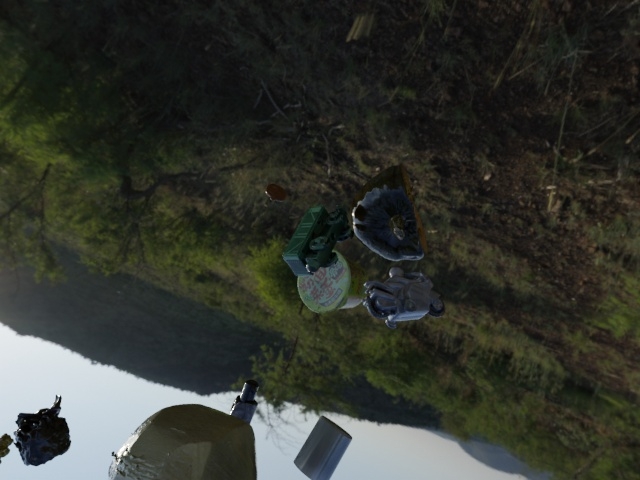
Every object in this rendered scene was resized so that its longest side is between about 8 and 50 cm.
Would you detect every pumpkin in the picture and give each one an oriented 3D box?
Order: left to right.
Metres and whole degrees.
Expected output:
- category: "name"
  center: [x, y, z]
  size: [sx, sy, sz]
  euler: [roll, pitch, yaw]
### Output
- category: "pumpkin"
  center: [0.214, -0.063, 1.325]
  size: [0.231, 0.242, 0.325]
  euler: [-17, 107, 17]

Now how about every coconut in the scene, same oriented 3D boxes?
- category: "coconut"
  center: [-0.227, 0.426, 0.710]
  size: [0.247, 0.245, 0.245]
  euler: [6, 159, 27]

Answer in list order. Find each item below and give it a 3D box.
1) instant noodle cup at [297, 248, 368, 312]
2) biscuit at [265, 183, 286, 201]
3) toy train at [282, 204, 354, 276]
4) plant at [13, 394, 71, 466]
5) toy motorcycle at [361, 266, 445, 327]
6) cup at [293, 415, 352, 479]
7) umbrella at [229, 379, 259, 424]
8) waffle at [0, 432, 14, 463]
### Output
- category: "instant noodle cup"
  center: [0.077, 0.200, 1.902]
  size: [0.311, 0.312, 0.221]
  euler: [12, 177, 41]
- category: "biscuit"
  center: [-0.187, -0.196, 1.679]
  size: [0.091, 0.078, 0.015]
  euler: [32, 150, -8]
- category: "toy train"
  center: [0.000, 0.000, 1.256]
  size: [0.154, 0.270, 0.115]
  euler: [-8, 132, 37]
- category: "plant"
  center: [-1.139, 0.787, 1.650]
  size: [0.177, 0.234, 0.204]
  euler: [-11, 177, 27]
- category: "toy motorcycle"
  center: [0.236, 0.151, 1.153]
  size: [0.259, 0.171, 0.110]
  euler: [3, 142, -23]
- category: "cup"
  center: [0.001, 0.526, 1.022]
  size: [0.099, 0.133, 0.136]
  euler: [37, 165, -12]
- category: "umbrella"
  center: [-0.252, 0.566, 1.149]
  size: [0.073, 0.338, 0.067]
  euler: [23, 175, -31]
- category: "waffle"
  center: [-0.979, 0.597, 1.143]
  size: [0.193, 0.149, 0.051]
  euler: [20, 147, 21]
